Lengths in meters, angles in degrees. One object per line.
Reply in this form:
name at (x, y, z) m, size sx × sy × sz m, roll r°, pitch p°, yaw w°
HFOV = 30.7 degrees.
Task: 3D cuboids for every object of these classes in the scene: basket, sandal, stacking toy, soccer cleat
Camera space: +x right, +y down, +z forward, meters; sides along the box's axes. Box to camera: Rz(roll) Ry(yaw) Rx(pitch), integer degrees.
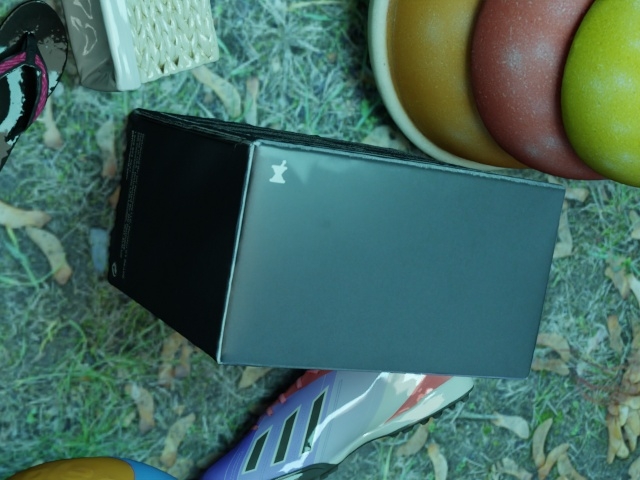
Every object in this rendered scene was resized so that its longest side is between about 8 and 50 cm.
basket at (-0.163, -0.221, 1.011) m, size 0.103 × 0.113 × 0.167 m, roll -18°, pitch 107°, yaw -25°
sandal at (-0.270, -0.123, 1.014) m, size 0.067 × 0.040 × 0.179 m, roll 27°, pitch 87°, yaw -28°
stacking toy at (0.293, -0.160, 1.027) m, size 0.350 × 0.480 × 0.351 m, roll -13°, pitch 119°, yaw -25°
soccer cleat at (0.004, 0.171, 1.186) m, size 0.318 × 0.108 × 0.116 m, roll -24°, pitch 89°, yaw -19°

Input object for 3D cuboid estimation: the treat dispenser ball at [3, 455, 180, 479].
treat dispenser ball at (-0.199, 0.329, 0.994) m, size 0.288 × 0.288 × 0.288 m, roll -5°, pitch 102°, yaw -26°

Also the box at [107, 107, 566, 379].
box at (0.000, 0.000, 1.032) m, size 0.296 × 0.294 × 0.183 m, roll 6°, pitch 96°, yaw -27°
